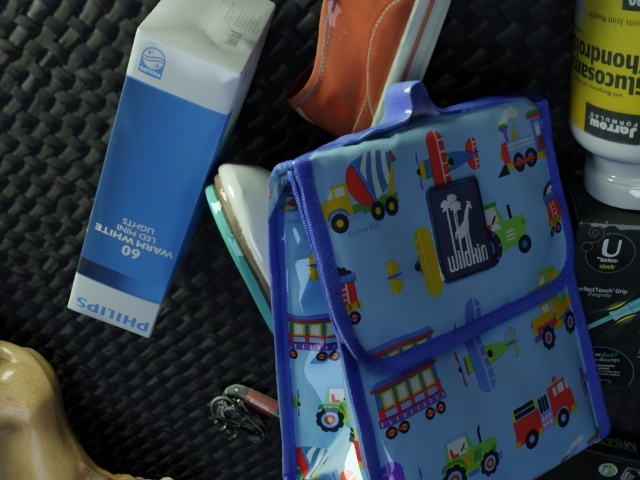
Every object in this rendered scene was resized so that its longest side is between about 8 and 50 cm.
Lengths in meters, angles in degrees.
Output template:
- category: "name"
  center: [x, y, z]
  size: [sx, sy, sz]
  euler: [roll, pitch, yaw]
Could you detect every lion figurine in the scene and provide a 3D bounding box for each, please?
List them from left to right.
- category: "lion figurine"
  center: [-0.311, 0.234, 0.864]
  size: [0.240, 0.142, 0.392]
  euler: [-17, 118, 16]

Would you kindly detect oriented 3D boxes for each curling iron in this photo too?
- category: "curling iron"
  center: [0.008, 0.226, 0.867]
  size: [0.274, 0.035, 0.068]
  euler: [21, 130, -5]

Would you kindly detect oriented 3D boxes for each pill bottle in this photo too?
- category: "pill bottle"
  center: [0.227, -0.118, 0.543]
  size: [0.103, 0.103, 0.184]
  euler: [-1, 124, 10]

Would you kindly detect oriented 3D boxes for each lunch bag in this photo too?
- category: "lunch bag"
  center: [0.076, 0.033, 0.554]
  size: [0.138, 0.220, 0.293]
  euler: [17, 121, 54]

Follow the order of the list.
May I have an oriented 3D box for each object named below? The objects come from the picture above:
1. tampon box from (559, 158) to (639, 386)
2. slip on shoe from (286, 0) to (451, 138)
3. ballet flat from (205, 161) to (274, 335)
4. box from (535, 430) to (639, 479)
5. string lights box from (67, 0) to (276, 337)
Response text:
- category: "tampon box"
  center: [0.252, 0.027, 0.643]
  size: [0.120, 0.101, 0.161]
  euler: [3, 125, 6]
- category: "slip on shoe"
  center: [0.046, -0.203, 0.511]
  size: [0.101, 0.123, 0.331]
  euler: [18, 131, 1]
- category: "ballet flat"
  center: [0.023, 0.064, 0.680]
  size: [0.139, 0.139, 0.400]
  euler: [-6, 138, 13]
- category: "box"
  center: [0.261, 0.275, 0.855]
  size: [0.184, 0.045, 0.191]
  euler: [13, 126, -2]
- category: "string lights box"
  center: [-0.119, -0.062, 0.622]
  size: [0.076, 0.133, 0.260]
  euler: [21, 125, -7]
